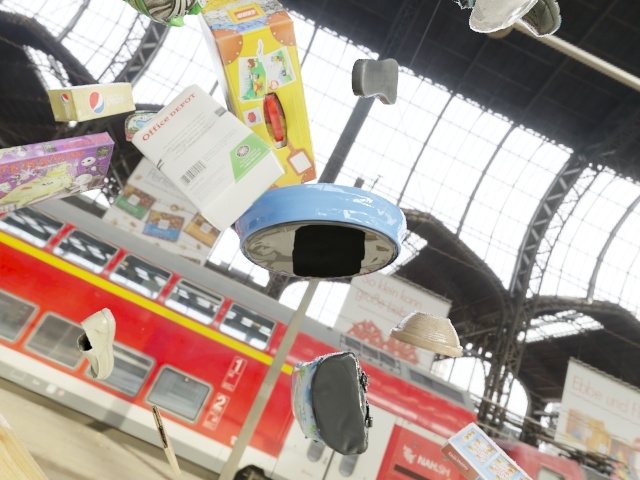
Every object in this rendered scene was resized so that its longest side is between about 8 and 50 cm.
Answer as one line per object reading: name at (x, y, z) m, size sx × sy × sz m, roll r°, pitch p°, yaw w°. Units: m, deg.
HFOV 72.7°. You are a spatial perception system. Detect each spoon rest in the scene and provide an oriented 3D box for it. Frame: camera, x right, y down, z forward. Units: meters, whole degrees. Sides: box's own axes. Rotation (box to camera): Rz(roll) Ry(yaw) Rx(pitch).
spoon rest at (0.309, -0.419, 0.671) m, size 0.084 × 0.137 × 0.276 m, roll 56°, pitch 3°, yaw 4°

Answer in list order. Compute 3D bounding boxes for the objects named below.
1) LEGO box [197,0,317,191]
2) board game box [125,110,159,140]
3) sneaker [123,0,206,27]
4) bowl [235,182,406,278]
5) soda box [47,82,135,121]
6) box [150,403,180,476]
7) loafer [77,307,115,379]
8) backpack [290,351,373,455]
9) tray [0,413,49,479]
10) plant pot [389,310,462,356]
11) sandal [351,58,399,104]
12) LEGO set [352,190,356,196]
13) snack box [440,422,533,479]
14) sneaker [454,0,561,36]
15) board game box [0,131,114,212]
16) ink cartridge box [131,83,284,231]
LEGO box at (-0.184, -0.444, 1.275) m, size 0.499 × 0.193 × 0.372 m, roll 80°, pitch -13°, yaw -50°
board game box at (-0.383, -0.290, 1.087) m, size 0.194 × 0.060 × 0.194 m, roll -3°, pitch 3°, yaw -23°
sneaker at (-0.201, -0.378, 0.556) m, size 0.147 × 0.134 × 0.344 m, roll 23°, pitch 1°, yaw -25°
bowl at (0.000, 0.000, 1.004) m, size 0.392 × 0.077 × 0.391 m, roll 1°, pitch -24°, yaw 0°
soda box at (-0.473, -0.294, 0.916) m, size 0.058 × 0.181 × 0.061 m, roll 4°, pitch -66°, yaw 14°
box at (-0.512, 0.664, 1.442) m, size 0.164 × 0.021 × 0.201 m, roll 47°, pitch -33°, yaw 41°
loafer at (-0.693, 0.324, 1.335) m, size 0.092 × 0.268 × 0.102 m, roll -8°, pitch 35°, yaw -40°
backpack at (0.023, 0.490, 1.385) m, size 0.274 × 0.289 × 0.355 m, roll -7°, pitch -7°, yaw 3°
tray at (-0.631, 0.358, 0.739) m, size 0.411 × 0.202 × 0.076 m, roll 37°, pitch 14°, yaw 19°
plant pot at (0.359, 0.301, 1.452) m, size 0.238 × 0.109 × 0.237 m, roll 15°, pitch -6°, yaw 2°
sandal at (0.116, -0.349, 0.940) m, size 0.055 × 0.096 × 0.255 m, roll 11°, pitch 15°, yaw 26°
LEGO set at (0.049, -0.098, 0.893) m, size 0.083 × 0.023 × 0.054 m, roll 4°, pitch 4°, yaw 44°
snack box at (0.218, 0.282, 0.472) m, size 0.064 × 0.022 × 0.178 m, roll -4°, pitch 36°, yaw -44°
sneaker at (0.363, -0.542, 0.931) m, size 0.341 × 0.125 × 0.139 m, roll 35°, pitch -66°, yaw -13°
board game box at (-0.724, -0.169, 1.121) m, size 0.056 × 0.347 × 0.208 m, roll 51°, pitch -45°, yaw 12°
ink cartridge box at (-0.200, -0.151, 0.776) m, size 0.219 × 0.160 × 0.092 m, roll 43°, pitch -6°, yaw 22°
